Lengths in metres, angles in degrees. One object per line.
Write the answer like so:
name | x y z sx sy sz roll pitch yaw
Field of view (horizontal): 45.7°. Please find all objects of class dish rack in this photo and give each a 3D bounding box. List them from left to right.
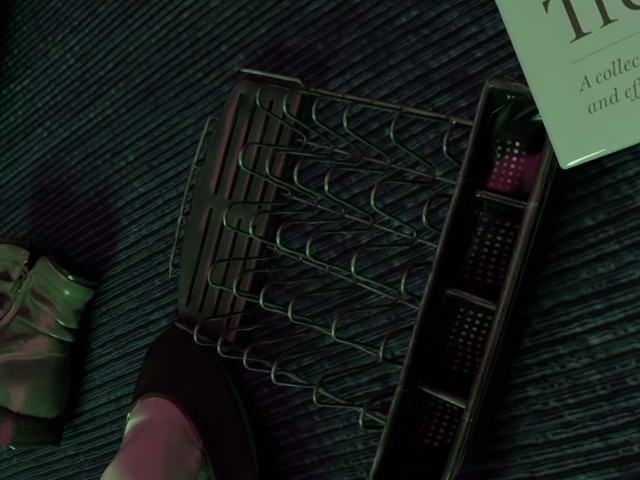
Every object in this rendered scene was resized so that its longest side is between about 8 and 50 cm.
dish rack | 0.000 0.000 0.450 0.271 0.074 0.208 20 96 37

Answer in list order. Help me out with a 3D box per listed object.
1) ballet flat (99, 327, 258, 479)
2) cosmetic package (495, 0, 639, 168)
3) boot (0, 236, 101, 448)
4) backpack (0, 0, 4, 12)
ballet flat | -0.078 0.181 0.471 0.095 0.096 0.281 -37 64 28
cosmetic package | 0.205 -0.221 0.227 0.377 0.097 0.285 -22 88 39
boot | -0.290 0.074 0.663 0.246 0.083 0.161 9 83 31
backpack | -0.466 -0.089 0.719 0.290 0.273 0.356 12 104 30
